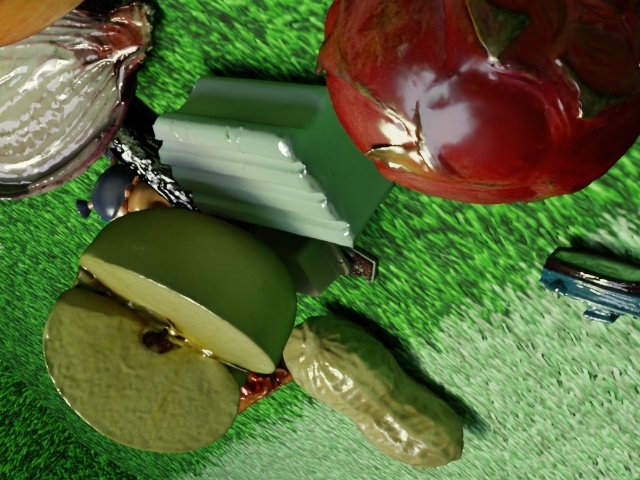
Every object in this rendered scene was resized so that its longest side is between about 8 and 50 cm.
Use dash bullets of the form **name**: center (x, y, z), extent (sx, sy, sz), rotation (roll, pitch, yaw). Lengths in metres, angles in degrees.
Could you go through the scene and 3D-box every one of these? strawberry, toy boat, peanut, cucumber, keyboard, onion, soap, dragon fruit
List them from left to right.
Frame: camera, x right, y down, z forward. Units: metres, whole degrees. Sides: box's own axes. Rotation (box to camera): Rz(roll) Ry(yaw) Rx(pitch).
- **onion**: center (-0.312, -0.204, 1.515), extent (0.349, 0.159, 0.267), rotation (-13, 100, 20)
- **cucumber**: center (-0.213, -0.107, 1.644), extent (0.303, 0.072, 0.081), rotation (40, 171, -2)
- **strawberry**: center (-0.146, 0.196, 1.996), extent (0.178, 0.234, 0.234), rotation (60, 160, 9)
- **soap**: center (-0.063, -0.095, 1.403), extent (0.289, 0.095, 0.173), rotation (13, 148, 48)
- **keyboard**: center (0.000, 0.000, 1.593), extent (0.166, 0.017, 0.055), rotation (32, 157, 17)
- **peanut**: center (0.081, 0.214, 1.752), extent (0.298, 0.120, 0.136), rotation (40, 163, -10)
- **dragon fruit**: center (0.120, -0.136, 0.877), extent (0.252, 0.241, 0.241), rotation (-7, 140, 17)
- **toy boat**: center (0.275, 0.049, 1.204), extent (0.137, 0.060, 0.061), rotation (14, 129, 35)

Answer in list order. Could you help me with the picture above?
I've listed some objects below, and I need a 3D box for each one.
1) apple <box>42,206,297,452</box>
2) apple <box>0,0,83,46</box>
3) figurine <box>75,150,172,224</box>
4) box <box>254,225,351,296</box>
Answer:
- **apple**: center (-0.174, 0.086, 1.507), extent (0.258, 0.233, 0.295), rotation (30, 124, -7)
- **apple**: center (-0.316, -0.325, 1.027), extent (0.364, 0.364, 0.364), rotation (32, 157, 15)
- **figurine**: center (-0.258, -0.063, 1.751), extent (0.102, 0.111, 0.195), rotation (35, 167, -28)
- **box**: center (-0.032, 0.020, 1.577), extent (0.122, 0.062, 0.089), rotation (9, 140, 45)
